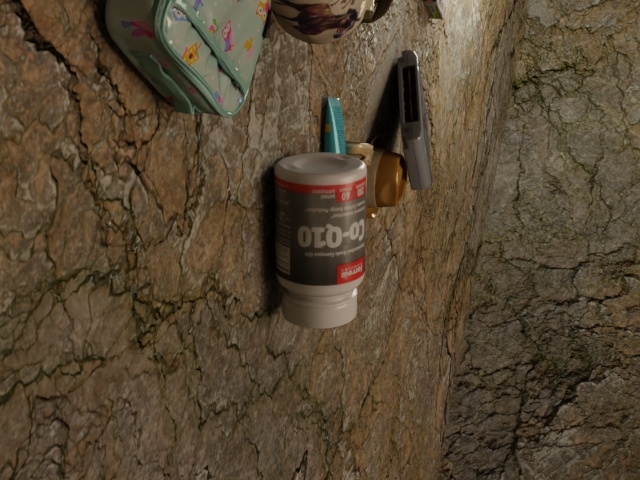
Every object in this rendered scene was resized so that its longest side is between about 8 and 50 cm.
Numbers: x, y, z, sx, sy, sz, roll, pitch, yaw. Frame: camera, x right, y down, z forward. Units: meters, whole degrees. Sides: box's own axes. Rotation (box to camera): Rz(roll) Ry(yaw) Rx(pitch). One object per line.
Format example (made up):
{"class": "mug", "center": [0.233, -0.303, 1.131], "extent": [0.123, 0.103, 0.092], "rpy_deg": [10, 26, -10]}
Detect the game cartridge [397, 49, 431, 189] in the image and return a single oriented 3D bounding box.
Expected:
{"class": "game cartridge", "center": [0.220, -0.275, 2.267], "extent": [0.198, 0.062, 0.297], "rpy_deg": [65, 20, -50]}

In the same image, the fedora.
{"class": "fedora", "center": [0.148, -0.139, 2.192], "extent": [0.194, 0.079, 0.194], "rpy_deg": [8, 90, -70]}

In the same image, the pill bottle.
{"class": "pill bottle", "center": [0.000, 0.000, 1.707], "extent": [0.161, 0.161, 0.283], "rpy_deg": [-42, 135, -61]}

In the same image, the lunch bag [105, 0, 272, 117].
{"class": "lunch bag", "center": [-0.158, -0.288, 1.241], "extent": [0.279, 0.107, 0.224], "rpy_deg": [45, 54, -66]}

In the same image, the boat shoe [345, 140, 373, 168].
{"class": "boat shoe", "center": [0.077, -0.169, 1.997], "extent": [0.170, 0.063, 0.059], "rpy_deg": [10, 89, -77]}

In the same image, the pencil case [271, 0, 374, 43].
{"class": "pencil case", "center": [-0.038, -0.448, 1.411], "extent": [0.410, 0.183, 0.160], "rpy_deg": [51, 49, -65]}

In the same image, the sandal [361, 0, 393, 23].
{"class": "sandal", "center": [0.107, -0.540, 1.959], "extent": [0.060, 0.090, 0.219], "rpy_deg": [113, -19, -81]}

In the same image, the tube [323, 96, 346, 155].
{"class": "tube", "center": [0.028, -0.176, 1.899], "extent": [0.080, 0.052, 0.207], "rpy_deg": [-34, 124, -77]}

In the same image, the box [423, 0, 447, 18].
{"class": "box", "center": [0.308, -0.689, 2.498], "extent": [0.114, 0.036, 0.207], "rpy_deg": [41, 59, -67]}
